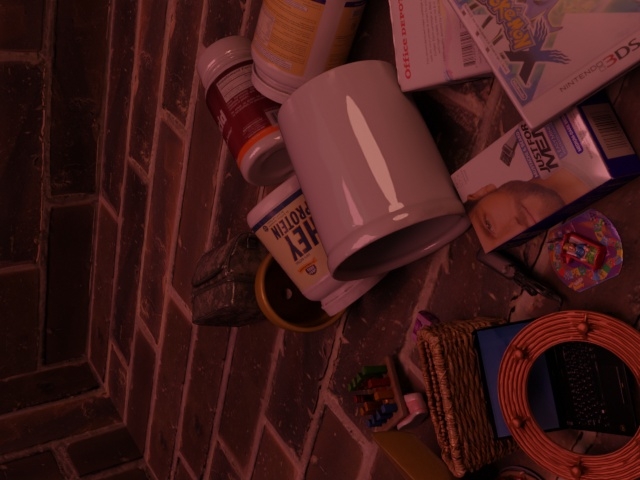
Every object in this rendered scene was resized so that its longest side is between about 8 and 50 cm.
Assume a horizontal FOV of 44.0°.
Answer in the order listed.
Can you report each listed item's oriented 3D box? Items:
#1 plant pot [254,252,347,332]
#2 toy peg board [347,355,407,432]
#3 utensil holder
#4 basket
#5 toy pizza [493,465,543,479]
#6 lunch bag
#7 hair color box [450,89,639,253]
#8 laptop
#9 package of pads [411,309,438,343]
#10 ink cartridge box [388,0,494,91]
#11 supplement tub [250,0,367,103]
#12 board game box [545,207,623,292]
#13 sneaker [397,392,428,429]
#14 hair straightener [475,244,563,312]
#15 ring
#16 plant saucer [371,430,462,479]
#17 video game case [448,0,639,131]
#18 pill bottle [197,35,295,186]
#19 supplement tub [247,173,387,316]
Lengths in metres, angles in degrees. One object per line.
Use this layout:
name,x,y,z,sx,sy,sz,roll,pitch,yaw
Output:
plant pot,-0.066,0.131,2.164,0.239,0.254,0.254,147,109,-71
toy peg board,0.137,0.400,2.019,0.161,0.079,0.160,119,144,-53
utensil holder,0.110,-0.151,1.746,0.327,0.328,0.385,-43,62,51
basket,0.282,0.328,1.711,0.213,0.223,0.299,-11,91,56
toy pizza,0.441,0.591,1.717,0.201,0.032,0.201,19,114,52
lunch bag,-0.275,0.125,2.490,0.305,0.213,0.256,-27,60,54
hair color box,0.416,-0.126,1.502,0.339,0.110,0.185,-42,66,53
laptop,0.446,0.269,1.530,0.264,0.137,0.234,-13,88,61
package of pads,0.248,0.213,1.897,0.050,0.032,0.083,39,129,42
ink cartridge box,0.291,-0.431,1.579,0.306,0.131,0.226,2,100,56
supplement tub,-0.034,-0.517,1.928,0.241,0.241,0.331,52,137,34
board game box,0.489,0.023,1.498,0.169,0.033,0.133,-39,66,53
sneaker,0.225,0.422,1.975,0.134,0.051,0.070,119,143,-51
hair straightener,0.395,0.078,1.597,0.230,0.089,0.047,46,117,40
ring,0.487,0.296,1.478,0.337,0.032,0.336,5,99,35
plant saucer,0.287,0.578,1.782,0.333,0.081,0.332,39,168,43
video game case,0.405,-0.402,1.352,0.300,0.036,0.329,-34,75,22
pill bottle,-0.187,-0.365,2.203,0.392,0.224,0.224,62,142,24
supplement tub,0.000,0.000,1.955,0.325,0.235,0.235,51,142,0
